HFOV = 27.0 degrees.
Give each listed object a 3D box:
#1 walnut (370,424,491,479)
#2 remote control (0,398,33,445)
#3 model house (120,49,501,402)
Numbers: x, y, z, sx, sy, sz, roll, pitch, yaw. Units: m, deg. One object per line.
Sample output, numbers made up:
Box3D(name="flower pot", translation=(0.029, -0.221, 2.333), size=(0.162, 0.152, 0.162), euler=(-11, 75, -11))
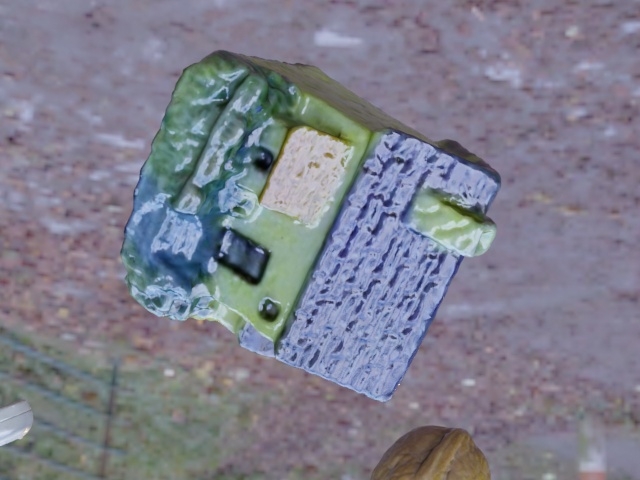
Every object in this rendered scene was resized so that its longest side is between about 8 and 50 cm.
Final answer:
Box3D(name="walnut", translation=(0.096, 0.217, 1.159), size=(0.105, 0.124, 0.105), euler=(33, 156, 16))
Box3D(name="remote control", translation=(-0.376, 0.204, 1.256), size=(0.221, 0.042, 0.078), euler=(-22, 180, -28))
Box3D(name="model house", translation=(0.000, 0.000, 0.911), size=(0.211, 0.194, 0.170), euler=(31, -166, 27))
